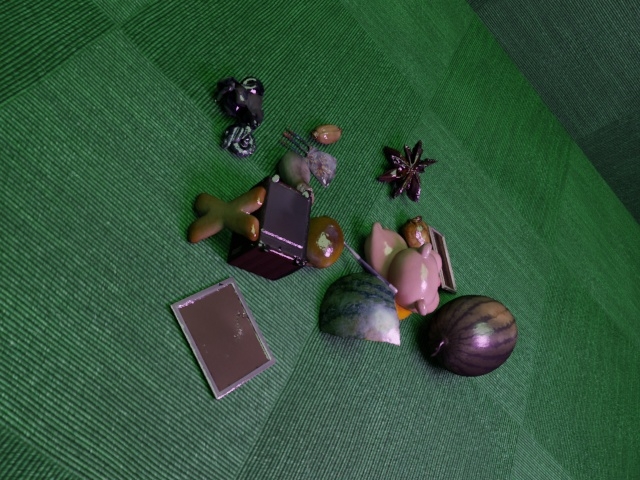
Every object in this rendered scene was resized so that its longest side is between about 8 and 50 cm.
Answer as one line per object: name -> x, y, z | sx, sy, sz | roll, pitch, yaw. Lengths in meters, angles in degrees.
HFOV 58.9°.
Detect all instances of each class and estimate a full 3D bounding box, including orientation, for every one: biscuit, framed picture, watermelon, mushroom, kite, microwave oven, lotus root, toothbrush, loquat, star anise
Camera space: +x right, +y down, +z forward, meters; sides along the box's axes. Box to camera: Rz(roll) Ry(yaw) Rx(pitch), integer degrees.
biscuit -> -0.257, -0.070, 1.546 | 0.047, 0.207, 0.164 | 56, 35, -57
framed picture -> -0.257, 0.254, 1.516 | 0.216, 0.016, 0.273 | -24, 87, -43
watermelon -> 0.131, 0.220, 1.759 | 0.256, 0.260, 0.176 | -50, 119, -25
framed picture -> 0.471, 0.074, 2.174 | 0.197, 0.014, 0.252 | 23, 54, -61
watermelon -> 0.520, 0.330, 1.971 | 0.359, 0.279, 0.279 | -4, 74, -40
mushroom -> -0.070, -0.199, 1.797 | 0.116, 0.093, 0.225 | 39, 16, -33
kite -> -0.037, -0.295, 1.954 | 0.245, 0.015, 0.141 | 39, 49, -26
microwave oven -> -0.134, -0.030, 1.641 | 0.188, 0.178, 0.248 | 24, 57, -28
lotus root -> 0.365, 0.007, 2.115 | 0.108, 0.094, 0.191 | -14, 86, -36
toothbrush -> 0.141, 0.075, 1.848 | 0.288, 0.024, 0.026 | 43, 49, 20
loquat -> 0.000, 0.000, 1.767 | 0.152, 0.152, 0.195 | 40, 58, -20
lotus root -> 0.019, -0.376, 2.007 | 0.150, 0.062, 0.073 | -18, 76, -44
star anise -> 0.335, -0.266, 2.195 | 0.212, 0.129, 0.283 | 30, 62, -20

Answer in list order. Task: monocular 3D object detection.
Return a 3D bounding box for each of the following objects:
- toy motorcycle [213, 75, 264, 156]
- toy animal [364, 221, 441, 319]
toy motorcycle -> -0.257, -0.399, 1.754 | 0.159, 0.106, 0.271 | 17, 71, -30
toy animal -> 0.313, 0.098, 1.917 | 0.277, 0.246, 0.345 | 10, 65, -38
